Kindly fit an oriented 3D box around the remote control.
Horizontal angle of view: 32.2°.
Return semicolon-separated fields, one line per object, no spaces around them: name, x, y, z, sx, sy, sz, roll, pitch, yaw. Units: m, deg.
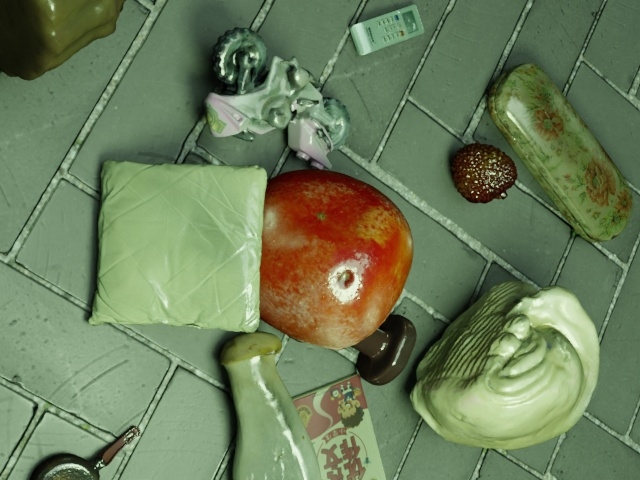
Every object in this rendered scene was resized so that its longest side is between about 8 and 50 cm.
remote control;0.127;-0.403;2.122;0.162;0.029;0.061;-24;101;-34

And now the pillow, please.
pillow;-0.231;0.008;1.810;0.280;0.076;0.274;2;85;5

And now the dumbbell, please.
dumbbell;0.052;0.157;1.989;0.225;0.124;0.140;31;73;-25

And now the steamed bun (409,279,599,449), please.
steamed bun;0.358;0.247;2.027;0.247;0.352;0.339;46;64;-10

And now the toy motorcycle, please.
toy motorcycle;-0.084;-0.222;1.937;0.327;0.143;0.188;34;79;-39

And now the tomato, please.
tomato;-0.003;-0.001;1.868;0.338;0.144;0.338;0;63;0

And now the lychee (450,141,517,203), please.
lychee;0.315;-0.131;2.160;0.129;0.123;0.123;41;69;-22

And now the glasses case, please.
glasses case;0.498;-0.177;2.280;0.425;0.098;0.156;49;62;-18

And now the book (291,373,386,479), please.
book;0.031;0.378;2.023;0.162;0.022;0.232;-17;94;-29

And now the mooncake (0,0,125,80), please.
mooncake;-0.436;-0.414;1.638;0.187;0.324;0.324;-40;106;-30

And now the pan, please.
pan;-0.369;0.371;1.784;0.212;0.040;0.115;-36;110;-26

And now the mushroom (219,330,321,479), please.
mushroom;-0.097;0.321;1.897;0.159;0.122;0.329;-17;95;-39
